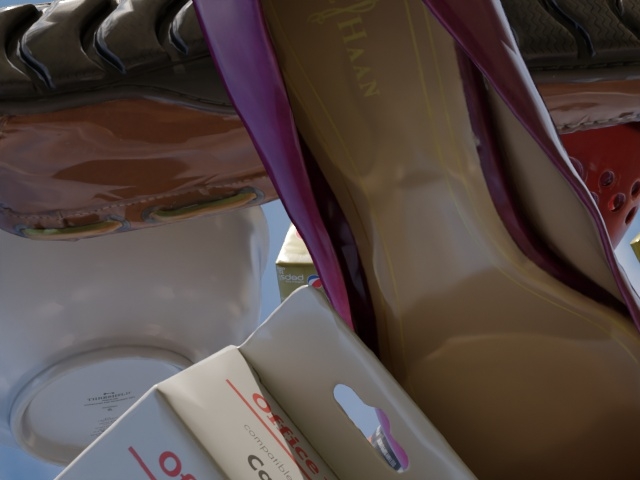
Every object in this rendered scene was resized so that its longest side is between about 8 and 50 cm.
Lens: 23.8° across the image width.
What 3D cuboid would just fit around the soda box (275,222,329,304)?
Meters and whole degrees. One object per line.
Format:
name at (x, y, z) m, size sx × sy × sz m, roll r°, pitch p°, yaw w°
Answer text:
soda box at (0.000, 0.000, 1.669) m, size 0.181 × 0.058 × 0.061 m, roll -69°, pitch -23°, yaw -54°

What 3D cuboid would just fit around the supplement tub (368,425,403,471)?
supplement tub at (0.051, 0.253, 1.389) m, size 0.106 × 0.198 × 0.106 m, roll 35°, pitch -163°, yaw -12°

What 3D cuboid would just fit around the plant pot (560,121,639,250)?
plant pot at (0.259, -0.104, 1.565) m, size 0.191 × 0.174 × 0.191 m, roll 25°, pitch -164°, yaw -8°

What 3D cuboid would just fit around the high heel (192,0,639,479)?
high heel at (0.055, 0.031, 0.541) m, size 0.377 × 0.127 × 0.181 m, roll 61°, pitch -169°, yaw -8°

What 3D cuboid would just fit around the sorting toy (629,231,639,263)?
sorting toy at (0.320, 0.025, 1.092) m, size 0.274 × 0.046 × 0.132 m, roll -3°, pitch -104°, yaw -47°

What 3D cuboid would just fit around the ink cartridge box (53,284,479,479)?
ink cartridge box at (-0.046, 0.120, 0.539) m, size 0.115 × 0.198 × 0.067 m, roll 49°, pitch -157°, yaw 8°

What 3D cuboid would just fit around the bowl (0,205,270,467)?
bowl at (-0.167, 0.074, 1.117) m, size 0.298 × 0.298 × 0.134 m, roll 16°, pitch -139°, yaw -37°

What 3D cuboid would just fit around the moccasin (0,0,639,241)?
moccasin at (0.000, -0.066, 0.799) m, size 0.380 × 0.147 × 0.139 m, roll -13°, pitch -135°, yaw -3°
